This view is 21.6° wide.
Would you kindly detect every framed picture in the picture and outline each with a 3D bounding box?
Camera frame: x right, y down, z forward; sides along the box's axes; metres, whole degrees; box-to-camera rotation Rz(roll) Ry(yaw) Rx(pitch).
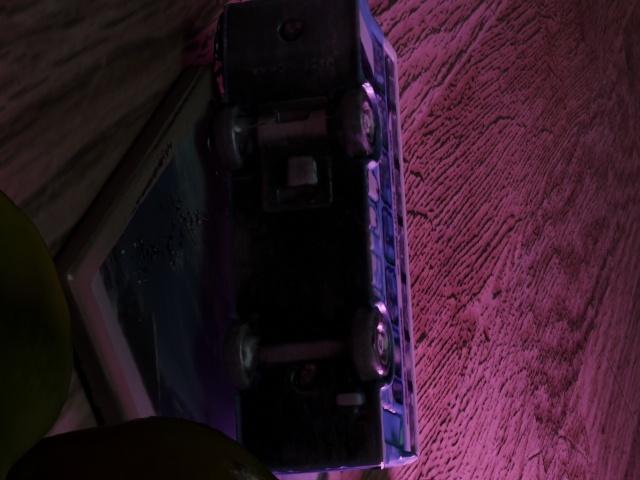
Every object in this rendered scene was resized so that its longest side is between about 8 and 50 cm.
[{"bbox_3d":[-0.064,0.093,1.032,0.247,0.022,0.335,-65,144,-55],"label":"framed picture"}]

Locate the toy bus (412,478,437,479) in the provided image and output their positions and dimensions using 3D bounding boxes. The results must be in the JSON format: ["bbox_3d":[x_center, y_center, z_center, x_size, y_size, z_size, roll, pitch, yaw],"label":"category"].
[{"bbox_3d":[0.068,0.265,1.306,0.172,0.057,0.072,-70,143,-52],"label":"toy bus"}]

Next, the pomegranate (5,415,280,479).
[{"bbox_3d":[-0.075,0.158,0.735,0.246,0.198,0.198,-71,149,-57],"label":"pomegranate"}]

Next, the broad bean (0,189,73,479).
[{"bbox_3d":[-0.183,0.050,0.564,0.291,0.119,0.238,-20,104,-69],"label":"broad bean"}]

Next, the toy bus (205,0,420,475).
[{"bbox_3d":[0.000,0.000,1.052,0.131,0.106,0.297,35,50,-70],"label":"toy bus"}]
